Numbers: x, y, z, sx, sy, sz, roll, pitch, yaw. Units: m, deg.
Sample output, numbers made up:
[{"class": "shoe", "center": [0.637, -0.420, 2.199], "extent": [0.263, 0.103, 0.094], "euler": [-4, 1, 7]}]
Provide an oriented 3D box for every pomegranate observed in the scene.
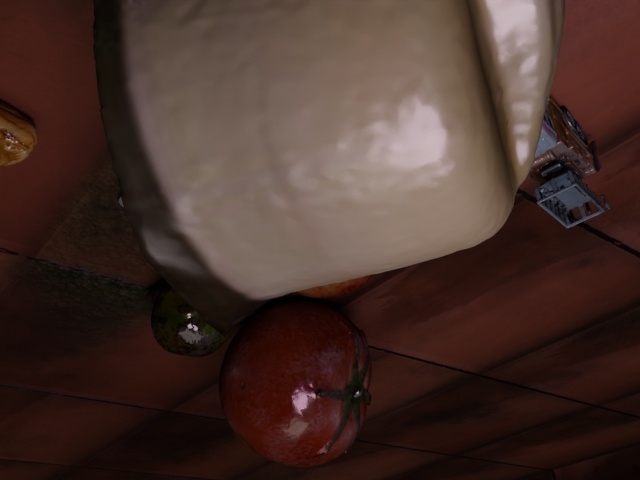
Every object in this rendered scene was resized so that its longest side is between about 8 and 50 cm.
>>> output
[{"class": "pomegranate", "center": [-0.205, 0.101, 1.056], "extent": [0.163, 0.138, 0.125], "euler": [20, 164, 17]}]

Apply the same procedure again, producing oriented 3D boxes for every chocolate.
[{"class": "chocolate", "center": [0.028, -0.108, 0.536], "extent": [0.297, 0.314, 0.326], "euler": [-2, 148, 12]}]

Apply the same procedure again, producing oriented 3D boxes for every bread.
[{"class": "bread", "center": [-0.357, -0.120, 0.742], "extent": [0.083, 0.044, 0.111], "euler": [-21, 144, 29]}]

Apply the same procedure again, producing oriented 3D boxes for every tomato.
[{"class": "tomato", "center": [-0.044, 0.229, 1.159], "extent": [0.265, 0.264, 0.265], "euler": [-4, 148, -3]}]

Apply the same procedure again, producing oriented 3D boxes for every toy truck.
[{"class": "toy truck", "center": [0.253, -0.102, 0.805], "extent": [0.080, 0.115, 0.178], "euler": [-29, 140, 32]}]

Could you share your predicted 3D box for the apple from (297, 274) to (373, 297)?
[{"class": "apple", "center": [0.000, 0.000, 0.904], "extent": [0.146, 0.146, 0.131], "euler": [-13, 120, 11]}]

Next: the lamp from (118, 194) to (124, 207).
[{"class": "lamp", "center": [-0.180, -0.080, 0.856], "extent": [0.050, 0.056, 0.198], "euler": [23, 149, -40]}]
